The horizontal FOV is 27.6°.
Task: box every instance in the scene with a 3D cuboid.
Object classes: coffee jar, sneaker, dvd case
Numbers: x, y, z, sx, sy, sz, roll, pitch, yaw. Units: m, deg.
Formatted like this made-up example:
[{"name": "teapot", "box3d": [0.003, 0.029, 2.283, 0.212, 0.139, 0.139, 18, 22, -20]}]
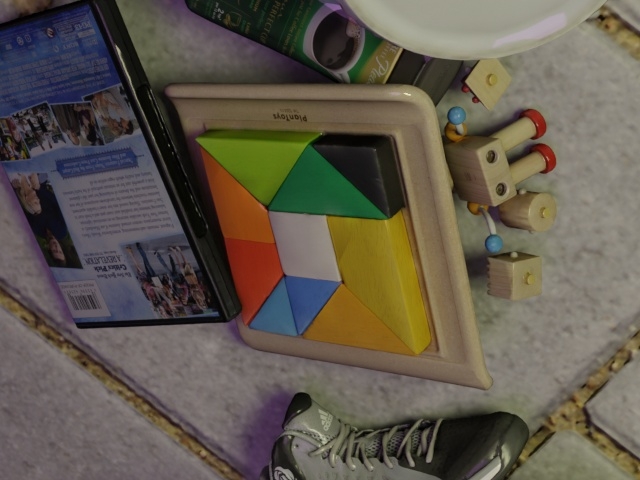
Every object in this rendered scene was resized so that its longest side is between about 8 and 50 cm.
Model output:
[{"name": "coffee jar", "box3d": [0.009, -0.154, 0.857, 0.184, 0.079, 0.096, 31, 129, 3]}, {"name": "sneaker", "box3d": [0.038, 0.160, 0.995, 0.229, 0.086, 0.132, -35, 97, 30]}, {"name": "dvd case", "box3d": [-0.170, -0.049, 0.974, 0.180, 0.022, 0.253, -6, 113, 41]}]

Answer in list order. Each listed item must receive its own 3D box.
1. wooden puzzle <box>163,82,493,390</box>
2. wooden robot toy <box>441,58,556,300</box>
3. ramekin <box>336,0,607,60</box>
[{"name": "wooden puzzle", "box3d": [0.000, 0.000, 0.906, 0.221, 0.044, 0.238, 6, 124, 38]}, {"name": "wooden robot toy", "box3d": [0.110, -0.047, 0.896, 0.079, 0.076, 0.173, 10, 124, 55]}, {"name": "ramekin", "box3d": [0.083, -0.194, 0.706, 0.207, 0.109, 0.207, -1, 139, -1]}]
